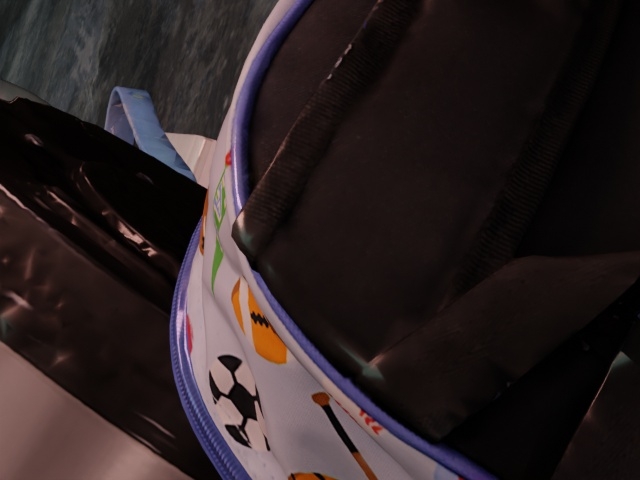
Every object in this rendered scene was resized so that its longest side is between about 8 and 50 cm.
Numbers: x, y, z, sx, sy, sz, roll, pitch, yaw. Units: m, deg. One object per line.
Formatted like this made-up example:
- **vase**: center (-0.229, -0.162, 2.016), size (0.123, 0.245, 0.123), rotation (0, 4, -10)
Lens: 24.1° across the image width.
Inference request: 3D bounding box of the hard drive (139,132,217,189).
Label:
- **hard drive**: center (-0.173, 0.051, 1.381), size (0.203, 0.040, 0.307), rotation (14, 84, 69)

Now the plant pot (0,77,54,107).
- **plant pot**: center (-0.321, -0.013, 1.577), size (0.293, 0.196, 0.293), rotation (-50, 28, 40)

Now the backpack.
- **backpack**: center (0.087, -0.001, 0.428), size (0.263, 0.276, 0.213), rotation (-46, -16, -39)

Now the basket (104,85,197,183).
- **basket**: center (-0.140, 0.057, 1.066), size (0.255, 0.201, 0.289), rotation (-123, 46, -65)

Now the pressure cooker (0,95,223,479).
- **pressure cooker**: center (-0.134, 0.185, 0.673), size (0.420, 0.370, 0.375), rotation (-55, -8, 6)
